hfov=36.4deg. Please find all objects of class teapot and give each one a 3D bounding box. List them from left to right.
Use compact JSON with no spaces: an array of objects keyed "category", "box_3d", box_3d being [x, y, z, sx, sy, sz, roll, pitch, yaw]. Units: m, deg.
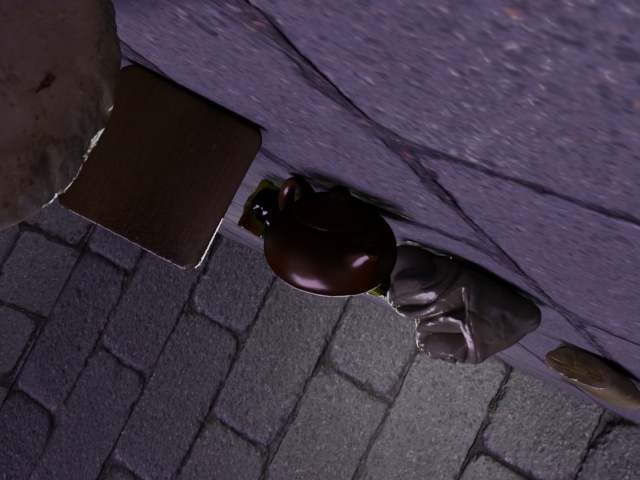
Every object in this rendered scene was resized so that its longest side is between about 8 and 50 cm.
[{"category":"teapot","box_3d":[0.008,-0.020,1.301,0.178,0.135,0.252,-4,-149,-29]}]

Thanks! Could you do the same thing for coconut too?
[{"category":"coconut","box_3d":[-0.329,-0.150,0.762,0.297,0.297,0.310,30,172,-35]}]

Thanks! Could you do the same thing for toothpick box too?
[{"category":"toothpick box","box_3d":[-0.195,-0.089,1.274,0.188,0.190,0.308,26,180,-4]}]

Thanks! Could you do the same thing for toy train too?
[{"category":"toy train","box_3d":[0.000,0.000,1.576,0.296,0.100,0.160,29,176,-25]}]

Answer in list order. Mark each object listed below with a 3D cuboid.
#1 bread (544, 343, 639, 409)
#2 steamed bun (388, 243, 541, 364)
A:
[{"category":"bread","box_3d":[0.512,0.254,1.804,0.140,0.060,0.178,23,175,41]},{"category":"steamed bun","box_3d":[0.194,0.111,1.468,0.218,0.144,0.211,30,175,-28]}]
